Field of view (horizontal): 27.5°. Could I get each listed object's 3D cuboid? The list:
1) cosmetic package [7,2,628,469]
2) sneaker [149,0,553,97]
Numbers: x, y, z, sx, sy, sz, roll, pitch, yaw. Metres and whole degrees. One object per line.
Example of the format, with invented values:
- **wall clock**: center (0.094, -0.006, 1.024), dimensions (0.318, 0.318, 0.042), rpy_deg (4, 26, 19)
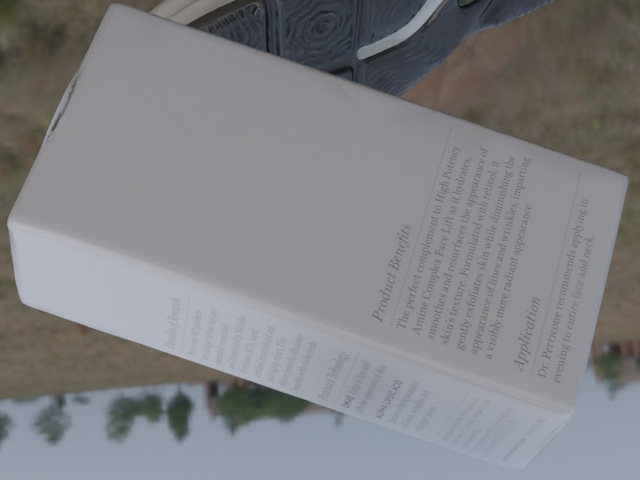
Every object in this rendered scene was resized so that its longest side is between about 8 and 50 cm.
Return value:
- **cosmetic package**: center (0.000, 0.000, 0.549), dimensions (0.231, 0.117, 0.085), rpy_deg (19, 152, 2)
- **sneaker**: center (0.009, -0.251, 1.039), dimensions (0.447, 0.257, 0.169), rpy_deg (-27, 149, -18)
